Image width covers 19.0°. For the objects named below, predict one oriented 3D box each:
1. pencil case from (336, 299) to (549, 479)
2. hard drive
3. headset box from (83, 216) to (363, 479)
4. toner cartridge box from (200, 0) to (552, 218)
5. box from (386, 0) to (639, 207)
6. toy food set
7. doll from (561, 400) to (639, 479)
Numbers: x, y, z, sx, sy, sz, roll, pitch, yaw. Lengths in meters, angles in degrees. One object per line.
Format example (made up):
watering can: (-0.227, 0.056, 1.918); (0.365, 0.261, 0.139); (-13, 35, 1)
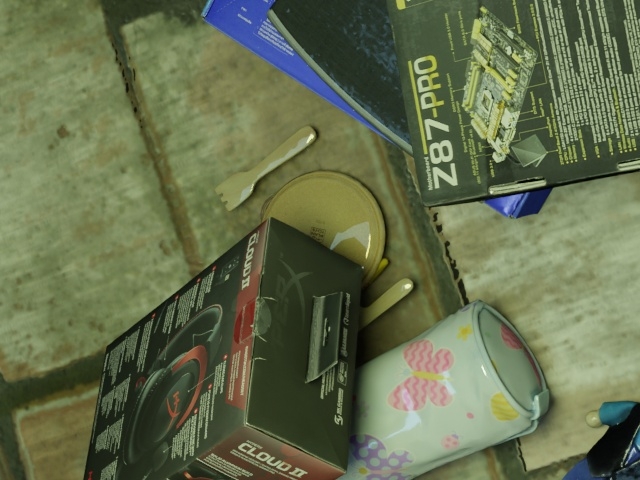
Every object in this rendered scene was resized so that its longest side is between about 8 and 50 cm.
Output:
pencil case: (0.065, 0.163, 1.684); (0.273, 0.113, 0.124); (-33, 67, 22)
hard drive: (0.081, -0.168, 1.600); (0.255, 0.054, 0.172); (42, 109, 16)
headset box: (-0.079, 0.135, 1.648); (0.293, 0.110, 0.218); (-38, 35, 40)
toner cartridge box: (0.078, -0.178, 1.673); (0.348, 0.075, 0.165); (35, 106, 18)
box: (0.185, -0.239, 1.423); (0.318, 0.097, 0.394); (-11, 89, 40)
toy food set: (0.000, 0.000, 1.749); (0.132, 0.038, 0.192); (-35, 74, 16)
doll: (0.265, 0.200, 1.633); (0.129, 0.046, 0.189); (44, 104, 25)
